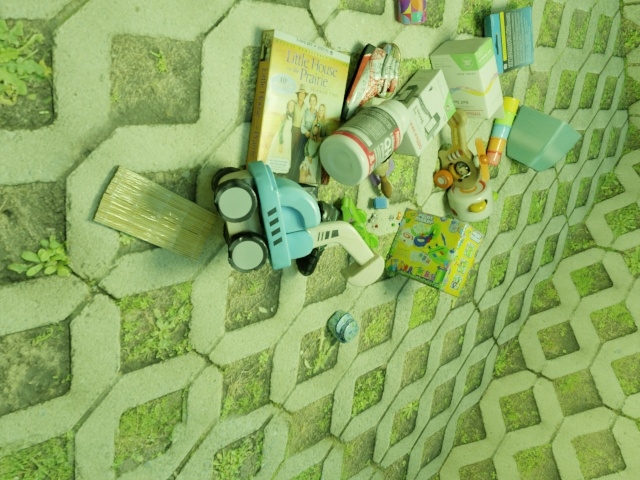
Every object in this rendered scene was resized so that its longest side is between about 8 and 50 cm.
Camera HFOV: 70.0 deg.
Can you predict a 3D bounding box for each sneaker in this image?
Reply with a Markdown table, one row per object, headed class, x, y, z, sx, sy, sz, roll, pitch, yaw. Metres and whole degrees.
| class | x | y | z | sx | sy | sz | roll | pitch | yaw |
| --- | --- | --- | --- | --- | --- | --- | --- | --- | --- |
| sneaker | 0.171 | -0.507 | 1.526 | 0.145 | 0.090 | 0.269 | 22 | 86 | -12 |
| sneaker | 0.000 | 0.000 | 1.579 | 0.106 | 0.101 | 0.267 | 14 | 95 | -46 |

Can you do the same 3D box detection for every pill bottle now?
| class | x | y | z | sx | sy | sz | roll | pitch | yaw |
| --- | --- | --- | --- | --- | --- | --- | --- | --- | --- |
| pill bottle | 0.156 | -0.330 | 1.483 | 0.318 | 0.177 | 0.176 | -45 | 130 | -32 |

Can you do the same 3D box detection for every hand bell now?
| class | x | y | z | sx | sy | sz | roll | pitch | yaw |
| --- | --- | --- | --- | --- | --- | --- | --- | --- | --- |
| hand bell | 0.226 | -0.235 | 1.674 | 0.126 | 0.126 | 0.242 | -49 | 143 | -18 |

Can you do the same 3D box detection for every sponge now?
| class | x | y | z | sx | sy | sz | roll | pitch | yaw |
| --- | --- | --- | --- | --- | --- | --- | --- | --- | --- |
| sponge | 0.201 | -0.314 | 1.696 | 0.117 | 0.031 | 0.210 | -48 | 132 | -17 |

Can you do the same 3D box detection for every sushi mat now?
| class | x | y | z | sx | sy | sz | roll | pitch | yaw |
| --- | --- | --- | --- | --- | --- | --- | --- | --- | --- |
| sushi mat | -0.429 | -0.064 | 1.227 | 0.317 | 0.019 | 0.151 | 30 | 85 | -43 |

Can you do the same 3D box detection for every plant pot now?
| class | x | y | z | sx | sy | sz | roll | pitch | yaw |
| --- | --- | --- | --- | --- | --- | --- | --- | --- | --- |
| plant pot | 1.089 | -0.491 | 2.296 | 0.247 | 0.248 | 0.252 | 9 | 117 | -43 |

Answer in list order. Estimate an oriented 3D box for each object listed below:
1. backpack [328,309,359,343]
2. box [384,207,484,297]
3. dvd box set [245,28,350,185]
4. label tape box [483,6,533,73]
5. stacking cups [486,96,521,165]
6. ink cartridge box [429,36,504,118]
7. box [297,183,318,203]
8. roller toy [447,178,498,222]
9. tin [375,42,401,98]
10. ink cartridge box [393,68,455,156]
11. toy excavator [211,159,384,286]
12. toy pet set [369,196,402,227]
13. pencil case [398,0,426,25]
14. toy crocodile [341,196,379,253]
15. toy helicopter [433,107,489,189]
| class | x | y | z | sx | sy | sz | roll | pitch | yaw |
| --- | --- | --- | --- | --- | --- | --- | --- | --- | --- |
| backpack | 0.093 | 0.336 | 1.791 | 0.105 | 0.084 | 0.114 | -47 | 127 | -23 |
| box | 0.460 | 0.045 | 1.874 | 0.177 | 0.290 | 0.278 | 22 | 90 | -44 |
| dvd box set | -0.065 | -0.389 | 1.411 | 0.308 | 0.062 | 0.419 | 0 | 105 | -43 |
| label tape box | 0.783 | -0.851 | 1.963 | 0.334 | 0.106 | 0.240 | -26 | 114 | -33 |
| stacking cups | 0.852 | -0.517 | 2.182 | 0.096 | 0.096 | 0.315 | 5 | 106 | -43 |
| ink cartridge box | 0.591 | -0.606 | 1.820 | 0.119 | 0.207 | 0.353 | -48 | 130 | -21 |
| box | -0.098 | -0.101 | 1.461 | 0.156 | 0.093 | 0.158 | -7 | 108 | -40 |
| roller toy | 0.673 | -0.186 | 2.050 | 0.209 | 0.191 | 0.146 | -49 | 131 | -33 |
| tin | 0.230 | -0.599 | 1.620 | 0.106 | 0.040 | 0.189 | 4 | 102 | -38 |
| ink cartridge box | 0.370 | -0.481 | 1.731 | 0.272 | 0.115 | 0.198 | -51 | 131 | -16 |
| toy excavator | -0.050 | -0.031 | 1.306 | 0.446 | 0.222 | 0.432 | -13 | 111 | -10 |
| toy pet set | 0.239 | -0.107 | 1.746 | 0.065 | 0.122 | 0.114 | 1 | 85 | -50 |
| pencil case | 0.307 | -0.861 | 1.558 | 0.105 | 0.105 | 0.236 | -27 | 119 | -33 |
| toy crocodile | 0.143 | -0.013 | 1.708 | 0.115 | 0.105 | 0.340 | -85 | 152 | -48 |
| toy helicopter | 0.587 | -0.370 | 1.881 | 0.140 | 0.235 | 0.354 | -35 | 125 | -28 |
